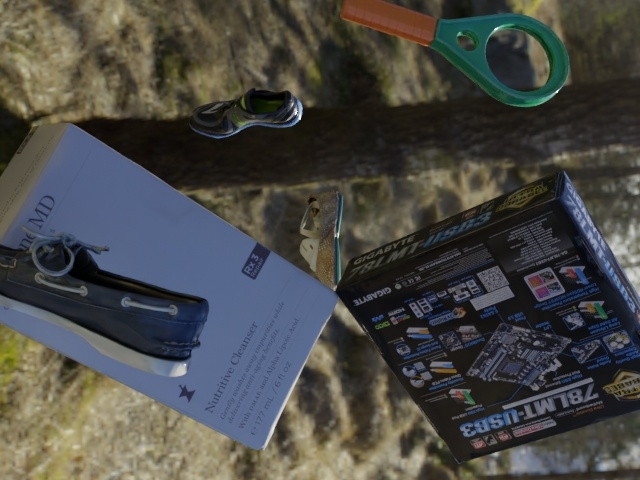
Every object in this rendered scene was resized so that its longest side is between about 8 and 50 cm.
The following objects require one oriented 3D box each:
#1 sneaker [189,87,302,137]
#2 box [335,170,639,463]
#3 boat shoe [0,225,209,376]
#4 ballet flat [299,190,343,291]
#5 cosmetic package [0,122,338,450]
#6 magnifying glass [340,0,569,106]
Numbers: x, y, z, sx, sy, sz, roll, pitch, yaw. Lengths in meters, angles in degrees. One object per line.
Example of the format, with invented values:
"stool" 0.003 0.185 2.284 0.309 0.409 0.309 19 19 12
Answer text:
"sneaker" -0.126 -0.217 1.544 0.078 0.188 0.067 64 22 -62
"box" 0.216 0.102 1.098 0.293 0.296 0.073 53 32 -19
"boat shoe" -0.221 0.037 0.836 0.079 0.255 0.095 -68 169 8
"ballet flat" 0.000 0.000 1.500 0.206 0.067 0.073 -88 -177 -47
"cosmetic package" -0.196 0.055 1.062 0.385 0.156 0.217 32 78 -31
"magnifying glass" 0.132 -0.194 0.910 0.026 0.231 0.092 129 -25 -70
